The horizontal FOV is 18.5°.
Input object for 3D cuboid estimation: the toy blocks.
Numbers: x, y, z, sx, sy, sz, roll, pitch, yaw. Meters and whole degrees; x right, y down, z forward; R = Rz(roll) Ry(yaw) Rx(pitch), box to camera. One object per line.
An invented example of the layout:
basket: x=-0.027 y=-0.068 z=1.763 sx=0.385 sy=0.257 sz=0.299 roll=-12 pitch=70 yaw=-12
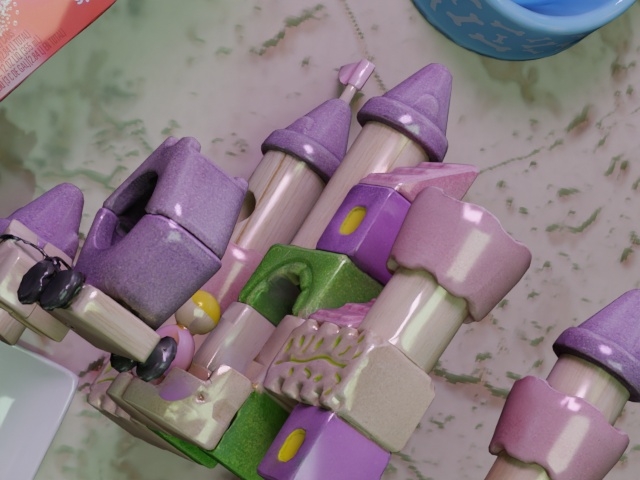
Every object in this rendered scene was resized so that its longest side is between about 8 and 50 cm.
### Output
toy blocks: x=0.000 y=0.000 z=1.030 sx=0.309 sy=0.288 sz=0.260 roll=39 pitch=77 yaw=-26

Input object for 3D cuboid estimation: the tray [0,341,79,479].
tray: x=-0.286 y=0.085 z=1.100 sx=0.270 sy=0.030 sz=0.145 roll=26 pitch=86 yaw=-18

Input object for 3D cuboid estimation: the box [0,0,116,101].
box: x=-0.148 y=-0.185 z=1.068 sx=0.257 sy=0.128 sz=0.123 roll=-42 pitch=105 yaw=-9

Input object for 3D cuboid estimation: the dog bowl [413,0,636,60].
dog bowl: x=0.168 y=-0.246 z=1.189 sx=0.166 sy=0.074 sz=0.297 roll=35 pitch=85 yaw=-17
